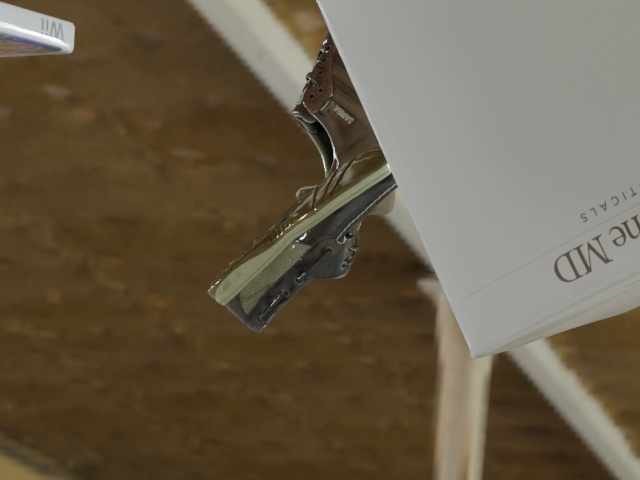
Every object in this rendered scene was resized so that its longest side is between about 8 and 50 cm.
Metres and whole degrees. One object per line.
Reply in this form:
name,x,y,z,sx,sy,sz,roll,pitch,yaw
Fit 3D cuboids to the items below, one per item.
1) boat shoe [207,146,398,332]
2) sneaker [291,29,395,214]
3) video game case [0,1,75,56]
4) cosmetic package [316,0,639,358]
boat shoe,0.000,0.000,1.126,0.152,0.056,0.049,-37,-79,31
sneaker,0.015,-0.110,1.343,0.071,0.188,0.066,-1,-17,-6
video game case,-0.142,-0.067,0.543,0.087,0.011,0.122,1,-4,31
cosmetic package,0.110,-0.151,0.932,0.197,0.365,0.155,-33,-15,38
